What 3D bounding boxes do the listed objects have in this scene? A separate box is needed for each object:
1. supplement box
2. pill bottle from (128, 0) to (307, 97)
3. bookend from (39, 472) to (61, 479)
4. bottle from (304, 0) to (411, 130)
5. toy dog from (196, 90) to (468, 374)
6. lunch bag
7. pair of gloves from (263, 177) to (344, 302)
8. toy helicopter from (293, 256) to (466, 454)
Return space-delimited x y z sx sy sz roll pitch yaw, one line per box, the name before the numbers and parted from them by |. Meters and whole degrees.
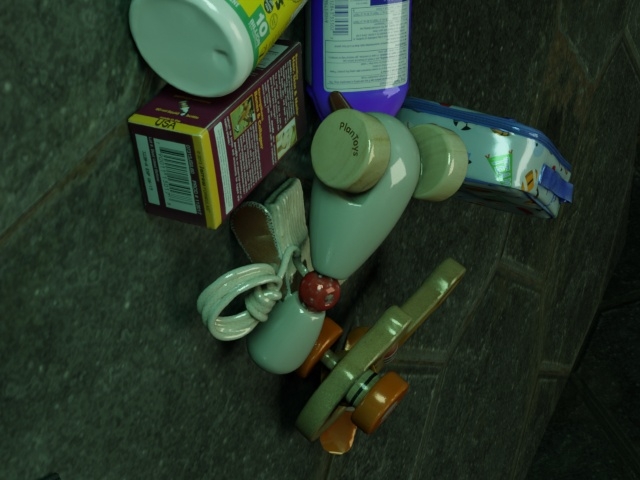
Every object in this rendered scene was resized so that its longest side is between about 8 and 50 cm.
supplement box | -0.091 -0.109 1.067 0.188 0.080 0.104 -51 146 -45
pill bottle | -0.070 -0.233 1.000 0.208 0.117 0.118 -57 151 -36
bookend | -0.197 0.304 0.963 0.072 0.156 0.157 -18 118 -63
bottle | 0.042 -0.191 1.273 0.092 0.118 0.283 -121 -153 -61
toy dog | -0.003 -0.029 1.216 0.333 0.161 0.220 -44 141 6
lunch bag | 0.235 -0.113 1.607 0.303 0.243 0.115 16 88 -66
pair of gloves | 0.000 0.000 1.390 0.240 0.042 0.204 -41 138 -55
toy helicopter | 0.087 0.149 1.540 0.355 0.140 0.235 -42 163 -36
